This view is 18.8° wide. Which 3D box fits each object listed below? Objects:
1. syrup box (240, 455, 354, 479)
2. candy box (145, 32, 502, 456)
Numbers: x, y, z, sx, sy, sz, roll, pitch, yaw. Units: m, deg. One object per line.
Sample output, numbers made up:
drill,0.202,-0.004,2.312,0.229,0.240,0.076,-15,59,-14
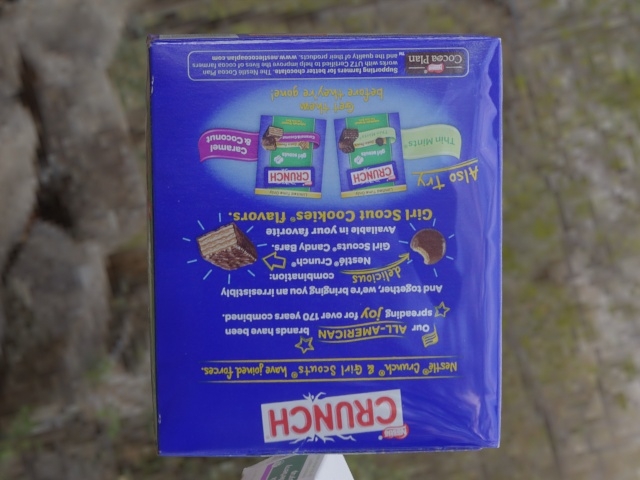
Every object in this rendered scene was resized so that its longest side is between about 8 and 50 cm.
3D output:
syrup box,0.010,0.302,1.676,0.093,0.096,0.237,-59,128,-71
candy box,0.000,0.000,1.493,0.122,0.268,0.317,-120,-150,-81
